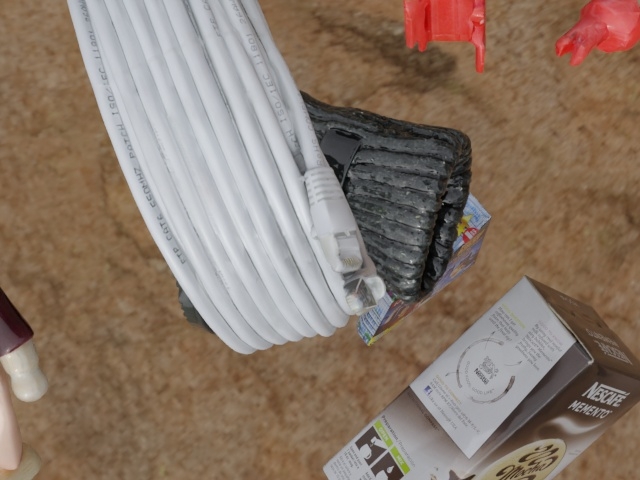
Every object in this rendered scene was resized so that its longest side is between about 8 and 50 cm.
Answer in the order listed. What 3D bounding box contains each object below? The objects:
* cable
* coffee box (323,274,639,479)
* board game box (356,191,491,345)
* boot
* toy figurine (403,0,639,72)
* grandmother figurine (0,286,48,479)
[{"bbox_3d":[-0.053,-0.064,0.695,0.089,0.257,0.257,-24,85,2],"label":"cable"},{"bbox_3d":[0.172,0.189,1.306,0.297,0.168,0.119,-46,54,17],"label":"coffee box"},{"bbox_3d":[0.129,0.020,1.569,0.060,0.194,0.194,48,155,14],"label":"board game box"},{"bbox_3d":[-0.001,0.002,1.260,0.260,0.131,0.348,20,139,11],"label":"boot"},{"bbox_3d":[0.103,-0.258,0.435,0.191,0.363,0.217,5,144,10],"label":"toy figurine"},{"bbox_3d":[-0.289,0.061,1.012,0.207,0.104,0.342,22,133,26],"label":"grandmother figurine"}]
